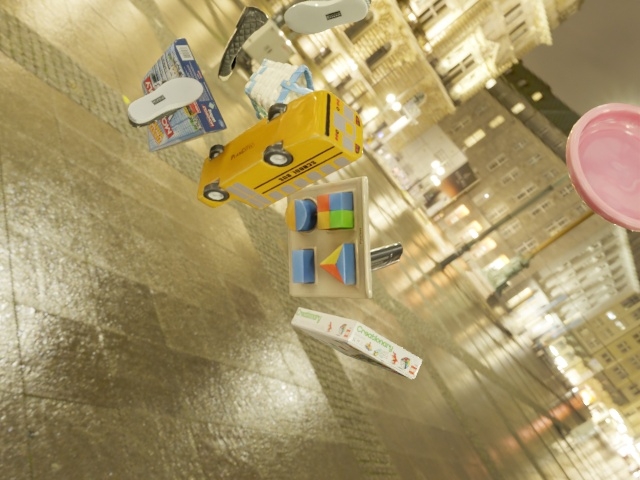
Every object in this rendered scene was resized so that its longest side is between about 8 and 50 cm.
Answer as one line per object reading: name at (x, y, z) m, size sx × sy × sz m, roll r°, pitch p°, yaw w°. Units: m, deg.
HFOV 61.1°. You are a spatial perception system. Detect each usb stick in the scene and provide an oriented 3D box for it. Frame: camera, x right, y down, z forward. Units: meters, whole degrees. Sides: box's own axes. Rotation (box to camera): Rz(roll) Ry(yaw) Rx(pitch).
usb stick at (0.161, 0.058, 1.623) m, size 0.045 × 0.077 × 0.278 m, roll 34°, pitch 28°, yaw 29°

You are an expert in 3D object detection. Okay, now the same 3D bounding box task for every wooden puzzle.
wooden puzzle at (0.000, 0.000, 1.509) m, size 0.081 × 0.348 × 0.321 m, roll 0°, pitch 87°, yaw -41°

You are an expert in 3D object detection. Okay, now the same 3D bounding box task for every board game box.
board game box at (-0.298, -0.265, 1.085) m, size 0.060 × 0.194 × 0.194 m, roll -25°, pitch 90°, yaw -47°
board game box at (0.073, 0.237, 1.283) m, size 0.193 × 0.053 × 0.305 m, roll 33°, pitch -15°, yaw -22°

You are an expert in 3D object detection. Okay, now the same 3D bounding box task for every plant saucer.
plant saucer at (0.738, -0.169, 1.309) m, size 0.332 × 0.332 × 0.084 m, roll 55°, pitch -19°, yaw 11°

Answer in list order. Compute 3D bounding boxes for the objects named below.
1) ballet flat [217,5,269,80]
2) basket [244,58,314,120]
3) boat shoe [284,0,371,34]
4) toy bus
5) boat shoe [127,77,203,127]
ballet flat at (-0.155, -0.369, 1.039) m, size 0.049 × 0.173 × 0.057 m, roll 23°, pitch 47°, yaw -19°
basket at (-0.071, -0.411, 1.676) m, size 0.289 × 0.201 × 0.254 m, roll 23°, pitch -14°, yaw 15°
boat shoe at (0.020, -0.559, 1.323) m, size 0.070 × 0.220 × 0.077 m, roll -69°, pitch 150°, yaw -41°
toy bus at (-0.088, -0.152, 1.010) m, size 0.130 × 0.333 × 0.108 m, roll 26°, pitch 54°, yaw -39°
boat shoe at (-0.265, -0.234, 0.921) m, size 0.049 × 0.142 × 0.040 m, roll 55°, pitch -30°, yaw 0°
